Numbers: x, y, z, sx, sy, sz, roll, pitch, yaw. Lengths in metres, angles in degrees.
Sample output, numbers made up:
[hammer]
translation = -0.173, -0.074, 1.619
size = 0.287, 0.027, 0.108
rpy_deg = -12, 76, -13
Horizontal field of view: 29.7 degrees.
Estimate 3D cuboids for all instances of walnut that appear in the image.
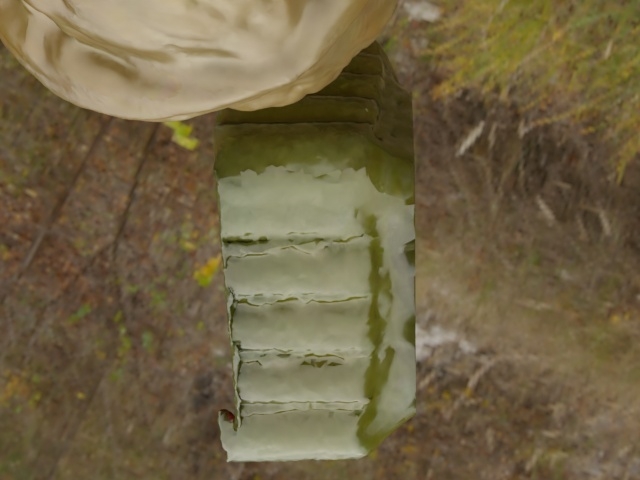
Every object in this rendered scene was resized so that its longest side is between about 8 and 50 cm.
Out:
[walnut]
translation = -0.060, -0.176, 0.550
size = 0.257, 0.257, 0.224
rpy_deg = 9, 174, 26

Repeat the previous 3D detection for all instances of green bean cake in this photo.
[green bean cake]
translation = 0.000, 0.000, 0.797
size = 0.124, 0.233, 0.236
rpy_deg = -1, 117, 3
